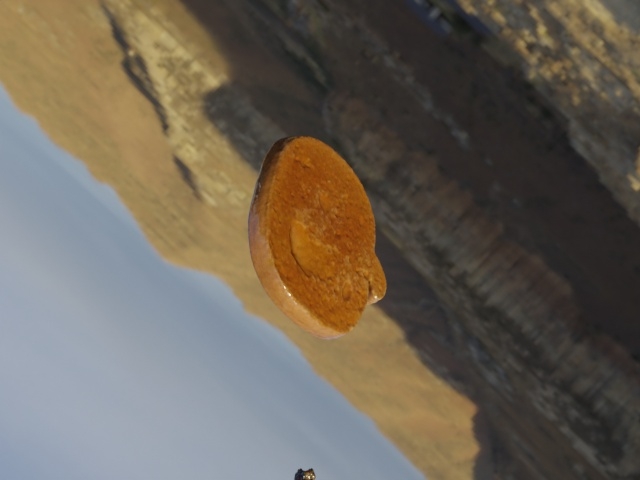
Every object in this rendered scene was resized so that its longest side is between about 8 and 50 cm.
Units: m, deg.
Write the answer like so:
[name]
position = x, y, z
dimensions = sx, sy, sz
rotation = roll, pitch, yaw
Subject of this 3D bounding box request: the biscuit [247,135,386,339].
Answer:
[biscuit]
position = 0.000, 0.000, 0.462
dimensions = 0.078, 0.015, 0.091
rotation = 44, -140, -29

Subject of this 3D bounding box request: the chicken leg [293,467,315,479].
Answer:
[chicken leg]
position = -0.012, 0.223, 0.969
dimensions = 0.036, 0.021, 0.083
rotation = -122, 20, -51
